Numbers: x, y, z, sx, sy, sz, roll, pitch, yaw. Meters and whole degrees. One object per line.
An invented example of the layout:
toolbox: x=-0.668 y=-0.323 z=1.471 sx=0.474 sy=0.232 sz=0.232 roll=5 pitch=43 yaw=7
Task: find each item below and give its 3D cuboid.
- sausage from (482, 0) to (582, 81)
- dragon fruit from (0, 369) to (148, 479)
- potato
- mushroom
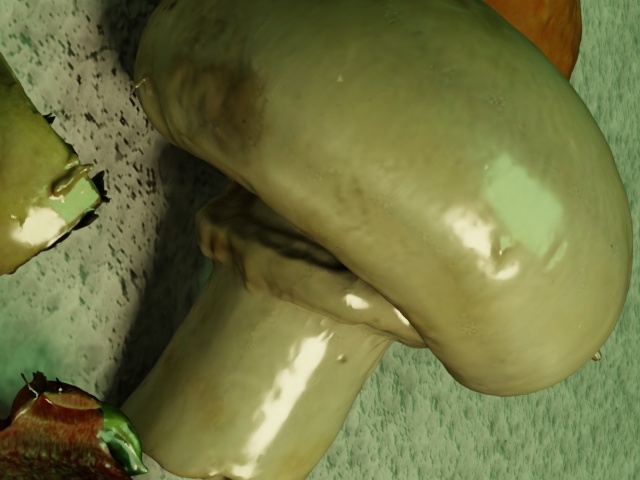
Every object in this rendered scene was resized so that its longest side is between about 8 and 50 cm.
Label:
sausage: x=0.077 y=-0.165 z=1.059 sx=0.141 sy=0.153 sz=0.268 roll=-62 pitch=145 yaw=-34
dragon fruit: x=-0.123 y=0.184 z=0.746 sx=0.295 sy=0.130 sz=0.268 roll=27 pitch=37 yaw=-52
potato: x=-0.163 y=-0.044 z=0.729 sx=0.100 sy=0.172 sz=0.089 roll=-36 pitch=116 yaw=-2
mushroom: x=0.000 y=0.000 z=0.897 sx=0.290 sy=0.292 sz=0.292 roll=-50 pitch=147 yaw=1
